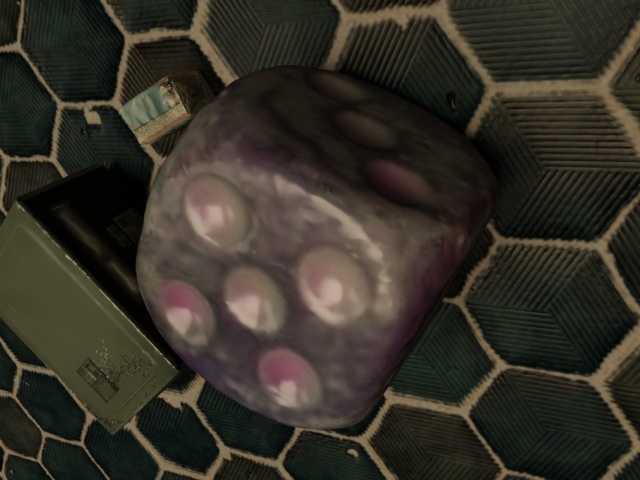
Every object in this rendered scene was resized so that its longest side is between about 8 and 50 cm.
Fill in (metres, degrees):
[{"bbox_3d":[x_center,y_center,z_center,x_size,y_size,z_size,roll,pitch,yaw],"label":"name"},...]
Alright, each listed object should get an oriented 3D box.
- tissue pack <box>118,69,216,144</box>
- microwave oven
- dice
[{"bbox_3d":[-0.185,-0.164,0.835,0.095,0.074,0.058,-22,99,32],"label":"tissue pack"},{"bbox_3d":[-0.291,0.076,0.949,0.295,0.181,0.237,47,125,0],"label":"microwave oven"},{"bbox_3d":[0.000,0.000,0.693,0.271,0.270,0.270,31,124,12],"label":"dice"}]
